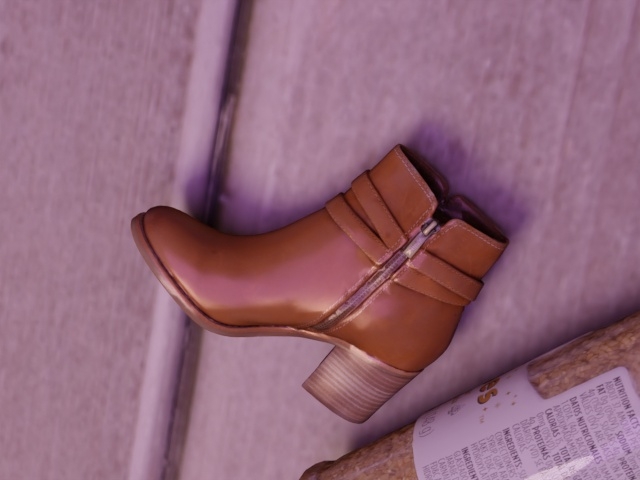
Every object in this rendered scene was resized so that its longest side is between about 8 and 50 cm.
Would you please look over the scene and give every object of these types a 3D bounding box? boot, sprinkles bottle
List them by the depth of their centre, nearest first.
[{"bbox_3d":[0.157,0.114,0.929,0.355,0.121,0.121,-29,95,21],"label":"sprinkles bottle"},{"bbox_3d":[0.000,0.000,0.975,0.197,0.073,0.152,35,113,-8],"label":"boot"}]
